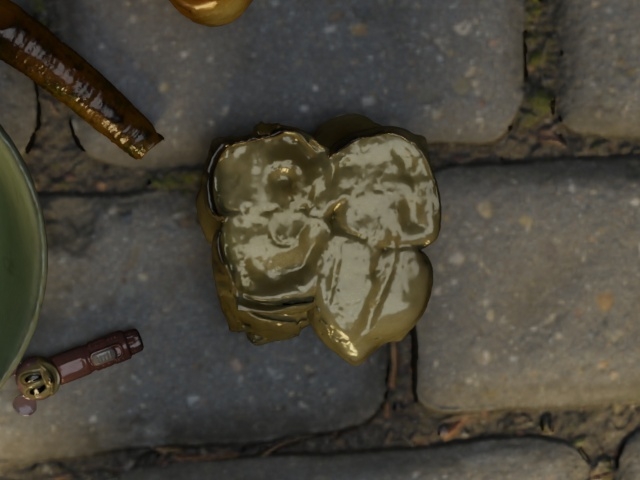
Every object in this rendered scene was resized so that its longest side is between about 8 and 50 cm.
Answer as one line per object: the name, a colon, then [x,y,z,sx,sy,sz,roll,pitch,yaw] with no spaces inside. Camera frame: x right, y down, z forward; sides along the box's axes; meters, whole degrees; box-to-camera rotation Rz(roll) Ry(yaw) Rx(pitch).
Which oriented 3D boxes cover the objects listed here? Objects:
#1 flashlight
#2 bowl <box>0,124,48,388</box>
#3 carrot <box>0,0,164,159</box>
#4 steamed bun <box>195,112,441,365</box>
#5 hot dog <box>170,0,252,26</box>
flashlight: [-0.189,0.095,1.478,0.110,0.031,0.052,-21,103,-8]
bowl: [-0.352,0.002,1.359,0.307,0.163,0.307,-2,100,-13]
carrot: [-0.189,-0.119,1.438,0.171,0.042,0.042,40,90,-17]
steamed bun: [0.000,0.000,1.468,0.178,0.106,0.192,-10,93,-6]
hot dog: [-0.118,-0.283,1.376,0.257,0.150,0.153,41,100,-15]
